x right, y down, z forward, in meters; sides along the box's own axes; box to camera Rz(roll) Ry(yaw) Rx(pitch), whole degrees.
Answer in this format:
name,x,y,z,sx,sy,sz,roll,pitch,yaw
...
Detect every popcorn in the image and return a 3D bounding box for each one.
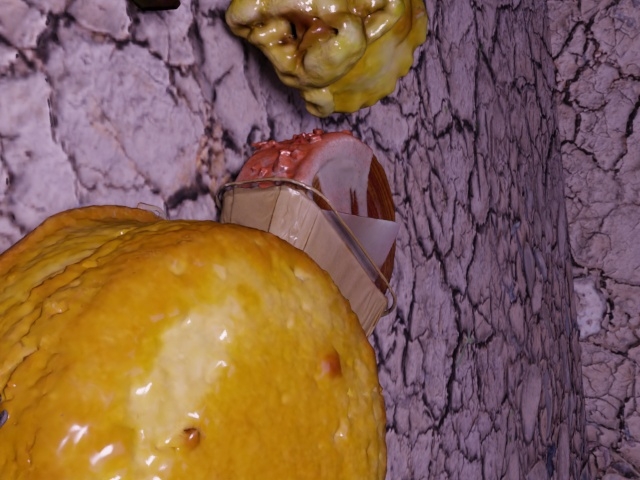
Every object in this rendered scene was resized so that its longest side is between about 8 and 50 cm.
name,x,y,z,sx,sy,sz,roll,pitch,yaw
popcorn,-0.004,-0.237,0.767,0.203,0.200,0.226,-31,149,-28

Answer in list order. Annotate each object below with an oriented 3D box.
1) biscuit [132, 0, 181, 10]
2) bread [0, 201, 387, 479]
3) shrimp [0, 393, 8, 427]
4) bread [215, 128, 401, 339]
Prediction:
name,x,y,z,sx,sy,sz,roll,pitch,yaw
biscuit,-0.145,-0.298,0.628,0.061,0.055,0.219,-167,-106,-85
bread,-0.093,0.147,0.511,0.336,0.204,0.358,64,34,-31
shrimp,-0.224,0.063,0.369,0.046,0.152,0.219,57,33,-62
bread,0.000,0.000,0.755,0.224,0.142,0.211,54,47,-41
